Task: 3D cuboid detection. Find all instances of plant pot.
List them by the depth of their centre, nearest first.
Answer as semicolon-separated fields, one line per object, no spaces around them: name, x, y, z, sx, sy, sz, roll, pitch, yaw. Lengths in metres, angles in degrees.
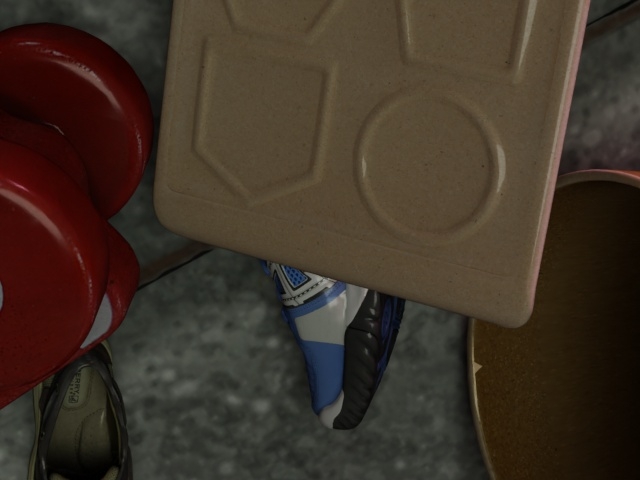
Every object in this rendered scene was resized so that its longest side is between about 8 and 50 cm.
plant pot;0.250;0.069;0.662;0.254;0.237;0.237;-7;109;-27

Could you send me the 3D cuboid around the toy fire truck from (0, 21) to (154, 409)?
toy fire truck;-0.232;-0.024;0.537;0.254;0.169;0.302;-35;113;18

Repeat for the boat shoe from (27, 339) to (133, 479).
boat shoe;-0.127;0.121;0.656;0.056;0.049;0.152;-8;109;-13

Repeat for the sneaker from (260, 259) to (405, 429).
sneaker;0.000;0.000;0.650;0.081;0.080;0.211;3;112;14

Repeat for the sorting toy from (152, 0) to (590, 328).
sorting toy;0.019;-0.080;0.551;0.193;0.038;0.208;15;111;24
